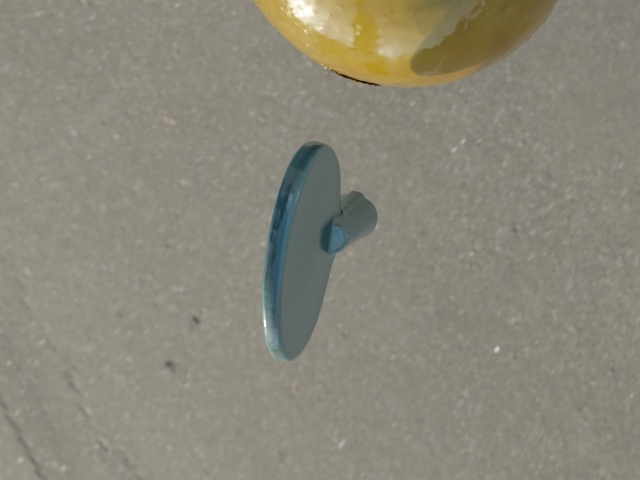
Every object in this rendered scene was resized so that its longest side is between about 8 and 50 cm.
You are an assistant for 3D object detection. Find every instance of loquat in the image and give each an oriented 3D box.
[{"bbox_3d":[0.061,-0.235,0.991,0.263,0.263,0.263,14,121,24],"label":"loquat"}]

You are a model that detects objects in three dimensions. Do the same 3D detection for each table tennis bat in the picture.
[{"bbox_3d":[0.000,0.000,0.976,0.040,0.244,0.153,9,103,12],"label":"table tennis bat"}]
